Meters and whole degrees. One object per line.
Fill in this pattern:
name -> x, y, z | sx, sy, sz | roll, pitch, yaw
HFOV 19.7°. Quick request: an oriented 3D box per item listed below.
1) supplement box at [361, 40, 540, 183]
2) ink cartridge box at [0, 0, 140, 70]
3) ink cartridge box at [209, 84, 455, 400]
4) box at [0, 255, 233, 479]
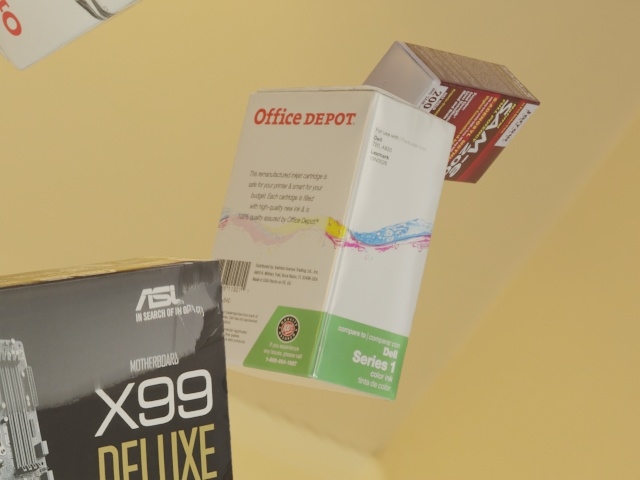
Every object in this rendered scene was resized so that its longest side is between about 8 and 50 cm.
supplement box -> 0.129, -0.137, 2.035 | 0.073, 0.130, 0.239 | 49, -156, 25
ink cartridge box -> -0.152, -0.271, 1.269 | 0.121, 0.289, 0.211 | -38, -78, -43
ink cartridge box -> 0.000, 0.000, 1.789 | 0.117, 0.278, 0.201 | 19, 171, -39
box -> -0.188, 0.144, 1.100 | 0.307, 0.242, 0.076 | -7, -174, -44
